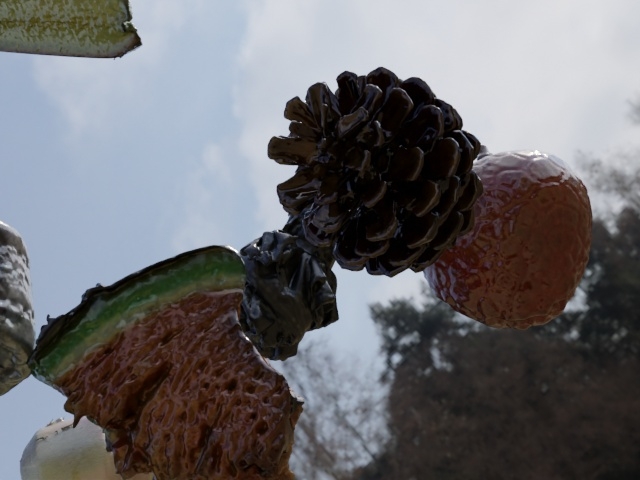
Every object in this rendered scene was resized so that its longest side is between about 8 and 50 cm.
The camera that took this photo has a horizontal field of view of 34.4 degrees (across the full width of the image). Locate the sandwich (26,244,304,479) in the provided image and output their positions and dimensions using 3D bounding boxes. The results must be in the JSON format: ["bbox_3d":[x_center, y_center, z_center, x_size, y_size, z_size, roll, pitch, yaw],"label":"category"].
[{"bbox_3d":[-0.132,0.167,1.099,0.250,0.301,0.162,-35,-19,-15],"label":"sandwich"}]

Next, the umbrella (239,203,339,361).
[{"bbox_3d":[0.008,0.010,1.364,0.336,0.154,0.128,-44,10,-22],"label":"umbrella"}]

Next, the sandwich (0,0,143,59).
[{"bbox_3d":[-0.247,-0.226,0.984,0.088,0.244,0.090,-52,-43,-41],"label":"sandwich"}]

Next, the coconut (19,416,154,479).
[{"bbox_3d":[-0.317,0.319,1.431,0.183,0.171,0.171,-18,-26,-12],"label":"coconut"}]

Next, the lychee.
[{"bbox_3d":[0.255,-0.017,1.441,0.255,0.300,0.255,-19,-24,-9],"label":"lychee"}]

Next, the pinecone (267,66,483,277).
[{"bbox_3d":[0.035,-0.059,0.800,0.163,0.163,0.165,-47,-34,11],"label":"pinecone"}]

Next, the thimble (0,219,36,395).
[{"bbox_3d":[-0.422,0.080,1.121,0.217,0.157,0.245,9,-32,-41],"label":"thimble"}]
